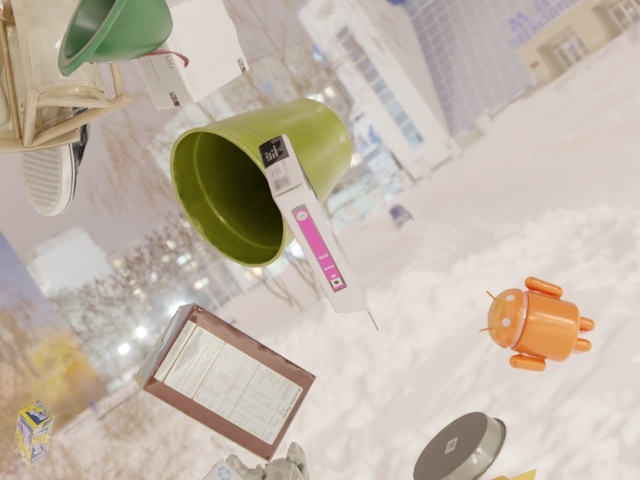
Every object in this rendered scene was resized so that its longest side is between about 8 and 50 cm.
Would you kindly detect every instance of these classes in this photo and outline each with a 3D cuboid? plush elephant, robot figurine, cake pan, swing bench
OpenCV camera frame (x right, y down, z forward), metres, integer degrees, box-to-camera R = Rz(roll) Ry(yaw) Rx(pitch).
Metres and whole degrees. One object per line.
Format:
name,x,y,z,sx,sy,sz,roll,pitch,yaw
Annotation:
plush elephant,-0.141,0.600,1.871,0.272,0.330,0.255,-71,-6,-81
robot figurine,0.428,0.170,1.626,0.128,0.219,0.158,-74,-1,-65
cake pan,0.351,0.551,2.109,0.293,0.054,0.293,-42,7,6
swing bench,-0.453,-0.298,1.317,0.165,0.253,0.255,-4,-10,-41

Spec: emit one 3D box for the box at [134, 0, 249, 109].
box,-0.261,-0.375,1.588,0.119,0.181,0.182,-1,30,39

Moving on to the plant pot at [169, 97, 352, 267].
plant pot,-0.113,-0.177,2.010,0.353,0.366,0.366,-38,2,-39

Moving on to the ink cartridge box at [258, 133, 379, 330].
ink cartridge box,0.000,0.000,1.478,0.069,0.371,0.175,-27,36,5

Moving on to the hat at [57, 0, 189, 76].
hat,-0.195,-0.244,1.000,0.173,0.183,0.208,-35,41,33

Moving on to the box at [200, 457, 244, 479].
box,-0.164,0.461,1.301,0.038,0.145,0.186,-46,-3,35

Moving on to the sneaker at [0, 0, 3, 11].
sneaker,-0.629,-0.398,1.547,0.128,0.221,0.087,-43,21,-6

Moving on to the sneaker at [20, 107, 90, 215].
sneaker,-0.494,-0.195,1.544,0.126,0.321,0.127,-24,-18,28

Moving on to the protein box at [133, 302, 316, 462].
protein box,-0.144,0.199,1.186,0.136,0.201,0.200,-59,11,-13

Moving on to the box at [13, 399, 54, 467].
box,-0.644,0.435,1.834,0.054,0.059,0.169,-32,-24,-44

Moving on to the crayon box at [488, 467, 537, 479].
crayon box,0.316,0.607,1.636,0.203,0.323,0.083,-3,16,-40
